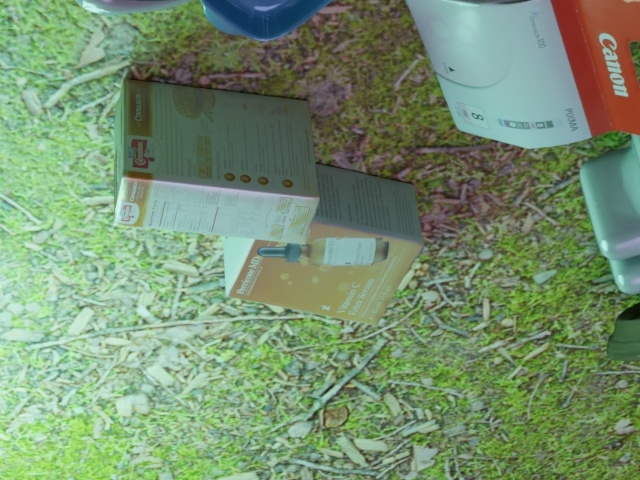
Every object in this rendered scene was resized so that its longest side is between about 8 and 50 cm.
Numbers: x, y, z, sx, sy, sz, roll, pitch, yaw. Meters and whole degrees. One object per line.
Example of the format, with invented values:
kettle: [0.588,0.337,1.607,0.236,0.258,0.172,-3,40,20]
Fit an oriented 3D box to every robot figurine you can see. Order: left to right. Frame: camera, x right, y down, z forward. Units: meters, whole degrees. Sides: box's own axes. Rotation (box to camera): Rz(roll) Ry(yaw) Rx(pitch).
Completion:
robot figurine: [0.438,-0.063,1.754,0.353,0.200,0.300,-19,148,13]

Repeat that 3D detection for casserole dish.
casserole dish: [-0.029,-0.256,1.624,0.188,0.037,0.114,-35,129,27]

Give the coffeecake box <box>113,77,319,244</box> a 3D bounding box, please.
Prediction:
coffeecake box: [-0.102,-0.076,1.722,0.185,0.142,0.068,6,134,-12]

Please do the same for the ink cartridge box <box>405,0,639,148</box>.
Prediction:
ink cartridge box: [0.204,-0.157,1.647,0.232,0.066,0.189,22,151,38]

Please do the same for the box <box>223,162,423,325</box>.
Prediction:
box: [0.000,0.000,1.847,0.170,0.091,0.130,11,133,-17]

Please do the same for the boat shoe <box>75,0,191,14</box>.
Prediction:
boat shoe: [-0.115,-0.238,1.447,0.113,0.302,0.103,52,130,0]

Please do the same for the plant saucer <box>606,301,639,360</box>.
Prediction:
plant saucer: [0.427,0.063,1.881,0.278,0.278,0.041,-18,93,12]
